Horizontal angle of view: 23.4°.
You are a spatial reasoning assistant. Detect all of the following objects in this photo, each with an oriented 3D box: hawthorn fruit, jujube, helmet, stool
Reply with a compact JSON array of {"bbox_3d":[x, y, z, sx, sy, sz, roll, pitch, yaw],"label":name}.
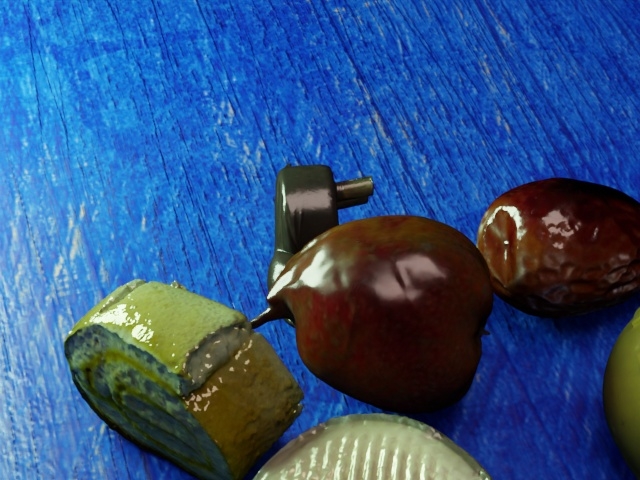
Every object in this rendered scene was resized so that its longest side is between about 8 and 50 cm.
[{"bbox_3d":[0.052,0.076,1.594,0.248,0.208,0.208,4,44,-5],"label":"hawthorn fruit"},{"bbox_3d":[0.288,0.007,1.718,0.236,0.168,0.168,-3,41,-31],"label":"jujube"},{"bbox_3d":[0.360,0.177,1.551,0.205,0.140,0.257,19,46,-30],"label":"helmet"},{"bbox_3d":[0.000,0.000,1.732,0.121,0.125,0.217,1,53,-4],"label":"stool"}]

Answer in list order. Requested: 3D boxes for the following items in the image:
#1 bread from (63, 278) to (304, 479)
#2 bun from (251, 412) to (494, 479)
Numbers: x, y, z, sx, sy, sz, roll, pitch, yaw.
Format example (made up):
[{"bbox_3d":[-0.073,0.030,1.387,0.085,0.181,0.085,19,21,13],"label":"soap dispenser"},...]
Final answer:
[{"bbox_3d":[-0.145,0.128,1.545,0.257,0.186,0.124,23,51,31],"label":"bread"},{"bbox_3d":[0.047,0.300,1.403,0.287,0.146,0.287,-9,45,9],"label":"bun"}]
